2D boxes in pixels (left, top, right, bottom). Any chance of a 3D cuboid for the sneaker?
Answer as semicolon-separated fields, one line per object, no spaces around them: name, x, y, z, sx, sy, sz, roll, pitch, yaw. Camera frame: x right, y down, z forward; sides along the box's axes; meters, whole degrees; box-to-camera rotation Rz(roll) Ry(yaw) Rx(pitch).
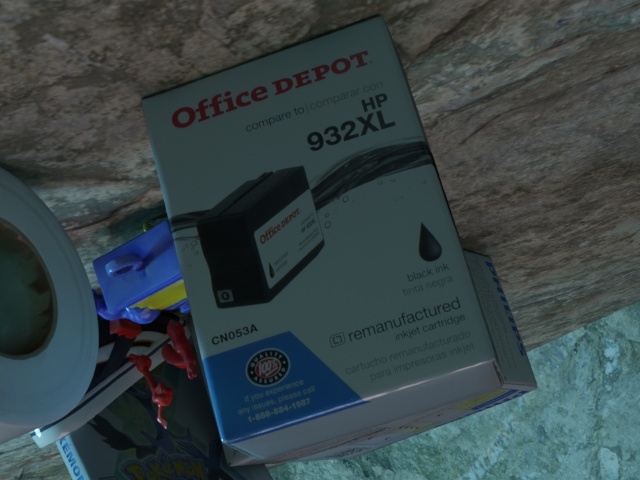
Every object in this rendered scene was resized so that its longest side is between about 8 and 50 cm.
sneaker;-0.279;0.134;1.470;0.126;0.127;0.321;-31;-177;26

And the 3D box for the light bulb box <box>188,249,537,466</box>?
light bulb box;0.071;0.167;1.683;0.358;0.225;0.361;-25;162;23

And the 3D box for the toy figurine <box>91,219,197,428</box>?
toy figurine;-0.127;0.051;1.235;0.363;0.191;0.217;-26;156;24

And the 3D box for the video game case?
video game case;-0.226;0.254;1.571;0.036;0.300;0.329;-46;151;25

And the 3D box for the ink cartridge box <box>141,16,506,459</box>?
ink cartridge box;0.000;0.000;0.968;0.223;0.307;0.129;-18;160;7

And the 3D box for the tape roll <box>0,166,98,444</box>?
tape roll;-0.331;0.068;0.983;0.169;0.246;0.246;-23;161;24
